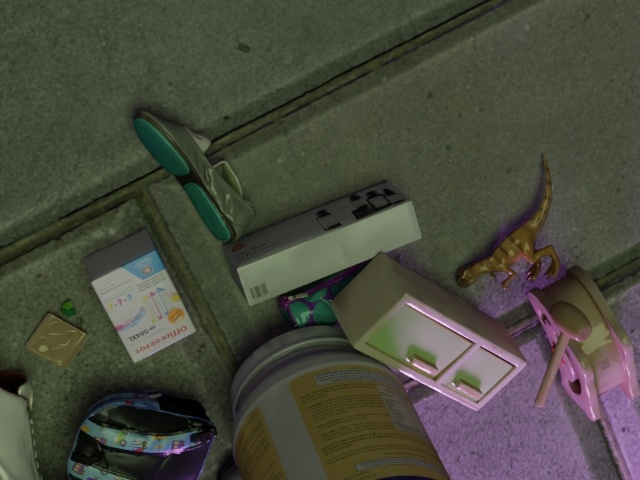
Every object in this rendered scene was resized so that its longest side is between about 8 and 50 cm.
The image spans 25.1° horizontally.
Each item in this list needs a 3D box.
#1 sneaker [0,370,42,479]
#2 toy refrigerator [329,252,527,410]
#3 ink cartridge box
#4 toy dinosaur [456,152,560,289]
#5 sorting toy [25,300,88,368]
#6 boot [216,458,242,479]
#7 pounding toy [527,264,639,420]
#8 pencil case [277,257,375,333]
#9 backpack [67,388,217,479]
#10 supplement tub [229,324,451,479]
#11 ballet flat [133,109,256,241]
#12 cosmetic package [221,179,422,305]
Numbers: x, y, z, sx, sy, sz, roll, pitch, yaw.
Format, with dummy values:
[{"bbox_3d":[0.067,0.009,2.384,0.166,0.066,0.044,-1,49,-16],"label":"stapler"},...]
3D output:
[{"bbox_3d":[-0.389,0.246,1.820,0.123,0.106,0.290,-41,127,-23],"label":"sneaker"},{"bbox_3d":[0.147,0.126,1.887,0.102,0.094,0.269,-45,134,16],"label":"toy refrigerator"},{"bbox_3d":[-0.224,0.076,1.814,0.092,0.090,0.143,-27,113,-6],"label":"ink cartridge box"},{"bbox_3d":[0.277,0.001,1.949,0.112,0.064,0.211,41,94,-23],"label":"toy dinosaur"},{"bbox_3d":[-0.330,0.117,1.841,0.062,0.012,0.083,34,100,-19],"label":"sorting toy"},{"bbox_3d":[-0.005,0.446,1.935,0.118,0.223,0.338,-36,115,-1],"label":"boot"},{"bbox_3d":[0.327,0.144,1.964,0.155,0.154,0.269,-28,140,-4],"label":"pounding toy"},{"bbox_3d":[0.022,0.070,1.898,0.151,0.064,0.070,-30,132,-5],"label":"pencil case"},{"bbox_3d":[-0.241,0.268,1.862,0.173,0.117,0.158,14,104,-21],"label":"backpack"},{"bbox_3d":[0.026,0.291,1.804,0.241,0.331,0.241,-12,132,-13],"label":"supplement tub"},{"bbox_3d":[-0.154,-0.092,1.798,0.068,0.072,0.213,-48,118,-26],"label":"ballet flat"},{"bbox_3d":[0.000,0.000,1.850,0.239,0.099,0.060,-22,111,-9],"label":"cosmetic package"}]
